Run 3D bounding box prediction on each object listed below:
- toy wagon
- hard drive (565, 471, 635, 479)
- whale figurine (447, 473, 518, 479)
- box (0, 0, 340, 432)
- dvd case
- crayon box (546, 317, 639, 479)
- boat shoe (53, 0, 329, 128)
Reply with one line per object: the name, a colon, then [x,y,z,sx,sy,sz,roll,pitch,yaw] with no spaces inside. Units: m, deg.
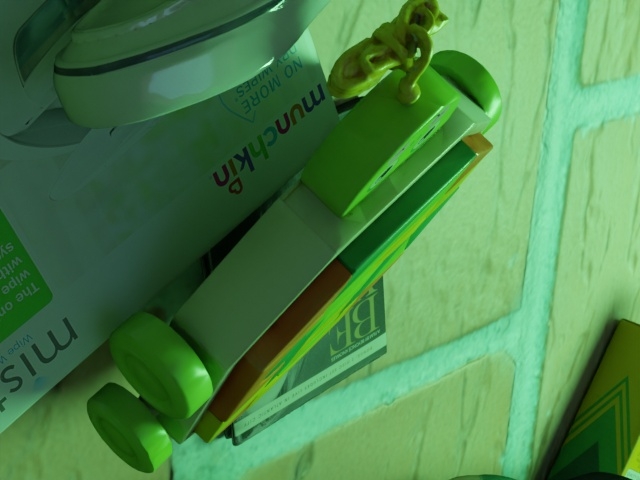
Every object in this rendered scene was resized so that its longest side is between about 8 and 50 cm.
toy wagon: [0.000,0.000,0.597,0.267,0.068,0.344,-43,174,-28]
hard drive: [0.262,0.305,1.002,0.255,0.054,0.172,113,-20,-84]
whale figurine: [0.170,0.343,1.001,0.216,0.141,0.272,-81,167,-62]
box: [-0.144,-0.082,0.537,0.262,0.126,0.231,-43,131,-27]
dvd case: [-0.015,0.022,0.797,0.164,0.018,0.221,-27,125,-37]
crayon box: [0.367,0.226,1.239,0.203,0.083,0.323,30,85,-49]
boat shoe: [-0.030,-0.145,0.480,0.258,0.095,0.084,-49,131,-37]
